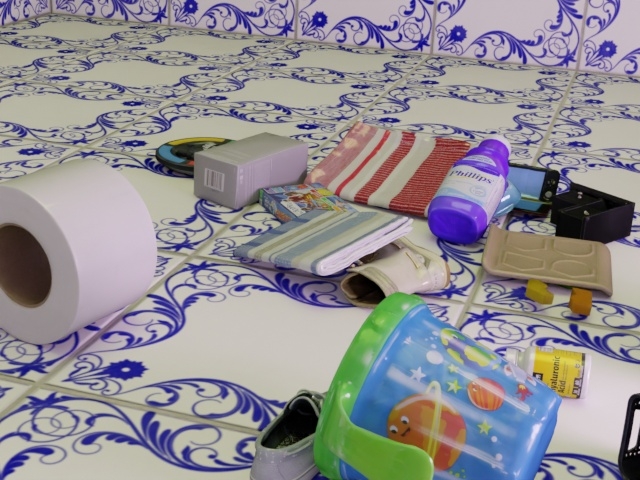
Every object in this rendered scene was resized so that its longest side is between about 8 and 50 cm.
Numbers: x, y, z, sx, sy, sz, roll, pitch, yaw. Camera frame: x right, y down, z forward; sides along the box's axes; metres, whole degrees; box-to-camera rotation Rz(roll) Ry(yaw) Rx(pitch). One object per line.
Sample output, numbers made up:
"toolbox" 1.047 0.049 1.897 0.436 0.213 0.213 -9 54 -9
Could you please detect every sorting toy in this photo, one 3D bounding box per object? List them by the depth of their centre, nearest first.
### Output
"sorting toy" 0.397 0.055 1.846 0.229 0.041 0.307 12 23 10

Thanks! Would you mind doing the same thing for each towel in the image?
"towel" 0.000 0.000 1.817 0.209 0.034 0.285 -27 19 -30
"towel" 0.157 -0.153 2.220 0.329 0.037 0.237 14 47 30

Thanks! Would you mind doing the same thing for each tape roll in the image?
"tape roll" -0.388 0.013 1.566 0.246 0.246 0.169 16 25 29

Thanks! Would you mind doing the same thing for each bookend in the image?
"bookend" 0.505 -0.049 2.068 0.156 0.072 0.157 -14 27 -36

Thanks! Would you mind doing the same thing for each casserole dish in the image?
"casserole dish" 0.333 -0.108 2.171 0.114 0.037 0.188 -30 34 -7

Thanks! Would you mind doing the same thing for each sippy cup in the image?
"sippy cup" 0.144 0.206 1.206 0.224 0.240 0.305 23 52 20

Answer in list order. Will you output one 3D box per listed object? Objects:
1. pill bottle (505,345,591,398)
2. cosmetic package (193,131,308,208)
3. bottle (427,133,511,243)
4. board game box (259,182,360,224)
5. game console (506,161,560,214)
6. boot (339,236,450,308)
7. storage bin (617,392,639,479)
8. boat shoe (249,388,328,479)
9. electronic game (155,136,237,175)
"pill bottle" 0.316 0.182 1.469 0.116 0.065 0.065 7 22 12
"cosmetic package" -0.143 -0.152 2.210 0.127 0.107 0.238 18 24 35
"bottle" 0.305 -0.108 2.063 0.118 0.092 0.283 15 43 21
"board game box" -0.023 -0.064 2.088 0.136 0.035 0.201 -7 24 -24
"game console" 0.416 -0.111 2.195 0.144 0.124 0.085 12 -11 20
"boot" 0.090 0.048 1.772 0.165 0.077 0.213 -19 30 -38
"storage bin" 0.437 0.259 1.212 0.084 0.122 0.180 -6 23 -20
"boat shoe" -0.013 0.228 1.287 0.079 0.081 0.227 12 24 22
"electronic game" -0.257 -0.194 2.369 0.229 0.048 0.229 3 21 -1
